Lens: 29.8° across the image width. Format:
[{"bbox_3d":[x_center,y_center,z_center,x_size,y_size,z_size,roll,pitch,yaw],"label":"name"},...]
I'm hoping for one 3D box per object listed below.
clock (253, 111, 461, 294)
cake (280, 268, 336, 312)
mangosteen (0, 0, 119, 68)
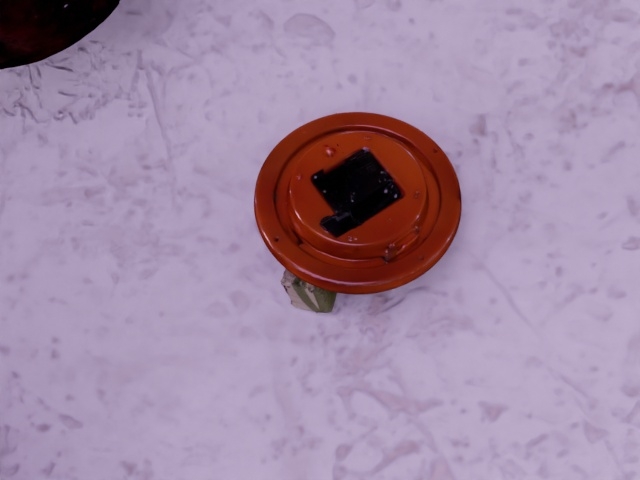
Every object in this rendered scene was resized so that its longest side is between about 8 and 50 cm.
[{"bbox_3d":[0.036,-0.041,1.186,0.205,0.051,0.205,0,59,0],"label":"clock"},{"bbox_3d":[0.000,0.000,1.208,0.051,0.055,0.140,7,75,19],"label":"cake"},{"bbox_3d":[-0.370,-0.366,1.218,0.381,0.381,0.421,-18,56,6],"label":"mangosteen"}]
